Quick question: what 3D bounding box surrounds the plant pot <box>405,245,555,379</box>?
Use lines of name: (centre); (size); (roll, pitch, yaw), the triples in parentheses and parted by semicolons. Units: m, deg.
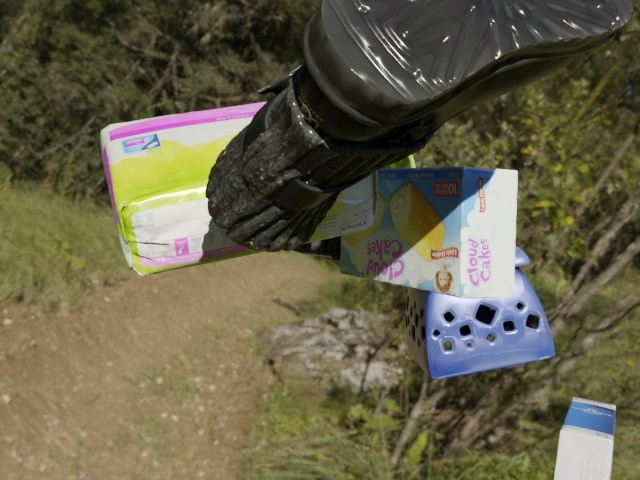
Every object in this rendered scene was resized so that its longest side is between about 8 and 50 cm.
plant pot: (0.279, 0.113, 1.377); (0.236, 0.235, 0.212); (-120, -160, -84)

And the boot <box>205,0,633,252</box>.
boot: (0.074, -0.131, 0.623); (0.131, 0.348, 0.260); (59, -32, 10)

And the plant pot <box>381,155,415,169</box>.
plant pot: (0.031, -0.146, 1.653); (0.254, 0.276, 0.276); (36, -1, 41)

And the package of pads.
package of pads: (-0.101, -0.076, 0.874); (0.229, 0.296, 0.101); (-122, -155, -53)

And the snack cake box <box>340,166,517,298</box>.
snack cake box: (0.130, -0.017, 0.949); (0.089, 0.152, 0.264); (0, 4, -30)

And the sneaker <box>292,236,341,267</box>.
sneaker: (0.000, 0.000, 1.221); (0.283, 0.107, 0.124); (26, 27, 2)

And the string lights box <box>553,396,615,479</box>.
string lights box: (0.423, 0.344, 1.164); (0.076, 0.133, 0.259); (8, 2, 22)
